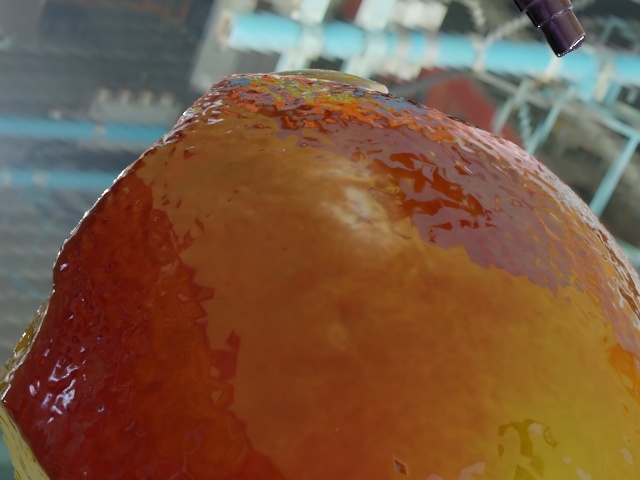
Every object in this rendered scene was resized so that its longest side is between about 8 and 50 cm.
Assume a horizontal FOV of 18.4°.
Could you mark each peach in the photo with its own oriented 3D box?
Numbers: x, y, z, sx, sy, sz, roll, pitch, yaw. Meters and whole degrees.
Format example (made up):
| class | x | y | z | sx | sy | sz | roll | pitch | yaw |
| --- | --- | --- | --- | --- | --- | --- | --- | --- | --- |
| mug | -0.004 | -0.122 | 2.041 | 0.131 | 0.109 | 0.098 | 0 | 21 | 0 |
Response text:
| class | x | y | z | sx | sy | sz | roll | pitch | yaw |
| --- | --- | --- | --- | --- | --- | --- | --- | --- | --- |
| peach | 0.028 | 0.090 | 0.850 | 0.306 | 0.242 | 0.380 | -24 | -116 | -23 |

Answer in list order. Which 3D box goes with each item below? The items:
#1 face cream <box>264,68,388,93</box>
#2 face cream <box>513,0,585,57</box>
| class | x | y | z | sx | sy | sz | roll | pitch | yaw |
| --- | --- | --- | --- | --- | --- | --- | --- | --- | --- |
| face cream | 0.000 | 0.000 | 1.869 | 0.081 | 0.173 | 0.348 | 18 | -116 | -57 |
| face cream | 0.142 | -0.276 | 1.650 | 0.078 | 0.078 | 0.273 | -24 | -99 | -51 |
